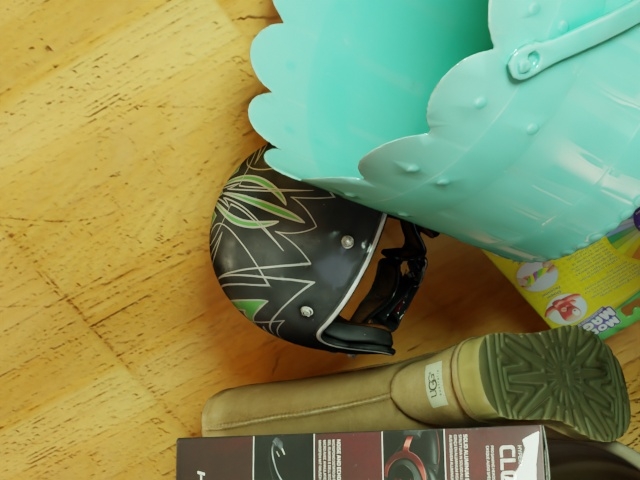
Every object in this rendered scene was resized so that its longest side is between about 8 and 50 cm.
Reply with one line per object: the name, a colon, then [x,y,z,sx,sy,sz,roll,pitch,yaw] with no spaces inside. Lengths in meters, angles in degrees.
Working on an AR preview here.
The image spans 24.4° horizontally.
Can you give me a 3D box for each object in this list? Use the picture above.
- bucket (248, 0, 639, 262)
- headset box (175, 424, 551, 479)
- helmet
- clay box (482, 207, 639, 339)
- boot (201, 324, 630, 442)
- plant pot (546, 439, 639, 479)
bucket: [0.102,-0.129,0.932,0.183,0.281,0.281,24,120,-30]
headset box: [0.057,0.211,1.110,0.293,0.110,0.218,-3,163,7]
helmet: [0.000,0.000,1.066,0.169,0.169,0.161,-39,139,21]
clay box: [0.189,-0.020,1.137,0.127,0.053,0.222,-32,122,20]
boot: [0.079,0.130,1.185,0.269,0.089,0.236,-17,157,39]
plant pot: [0.261,0.355,1.275,0.323,0.323,0.280,-41,135,22]
